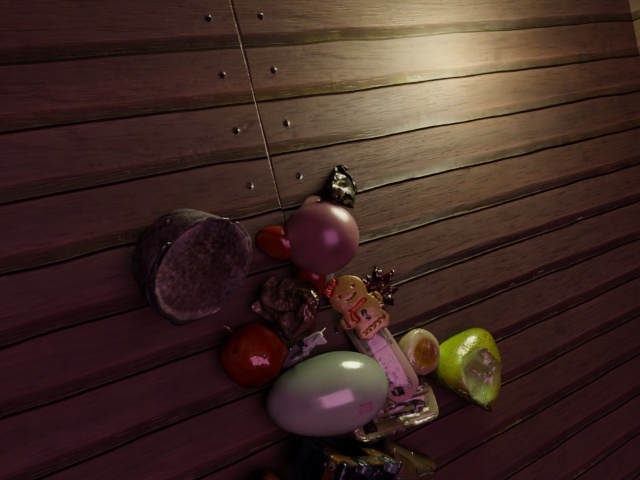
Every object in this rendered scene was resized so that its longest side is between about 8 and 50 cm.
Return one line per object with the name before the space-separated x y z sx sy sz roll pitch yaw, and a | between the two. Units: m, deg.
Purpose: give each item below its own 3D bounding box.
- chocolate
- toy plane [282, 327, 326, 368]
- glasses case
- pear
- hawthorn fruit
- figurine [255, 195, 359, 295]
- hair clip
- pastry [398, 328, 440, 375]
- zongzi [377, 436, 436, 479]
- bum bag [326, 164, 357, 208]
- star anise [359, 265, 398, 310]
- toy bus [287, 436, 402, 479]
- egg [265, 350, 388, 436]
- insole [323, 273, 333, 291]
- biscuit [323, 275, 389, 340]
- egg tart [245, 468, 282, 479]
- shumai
chocolate | -0.353 0.036 1.293 0.303 0.212 0.304 -30 135 -36
toy plane | -0.055 0.321 1.494 0.171 0.162 0.066 -34 90 13
glasses case | 0.194 0.366 1.601 0.122 0.075 0.315 -31 85 -13
pear | 0.537 0.438 1.756 0.292 0.159 0.293 3 83 -27
hawthorn fruit | -0.196 0.303 1.393 0.179 0.179 0.200 -42 91 -22
figurine | -0.003 0.005 1.475 0.261 0.211 0.270 -44 106 -20
hair clip | 0.228 0.557 1.628 0.320 0.091 0.139 -7 68 -24
pastry | 0.325 0.375 1.689 0.156 0.092 0.157 2 86 -30
zongzi | 0.242 0.786 1.616 0.228 0.115 0.256 31 80 -26
bum bag | 0.068 -0.160 1.544 0.106 0.233 0.060 40 116 -12
star anise | 0.188 0.162 1.653 0.167 0.057 0.168 -2 95 -20
toy bus | 0.073 0.666 1.431 0.323 0.194 0.162 28 81 -49
egg | 0.023 0.445 1.457 0.370 0.230 0.230 -9 91 -20
insole | 0.024 0.050 1.605 0.080 0.003 0.232 13 81 -25
biscuit | 0.112 0.201 1.575 0.165 0.036 0.226 -36 82 -13
egg tart | -0.148 0.740 1.376 0.215 0.215 0.171 -39 93 -23
shumai | -0.104 0.194 1.411 0.185 0.218 0.184 7 94 -3
